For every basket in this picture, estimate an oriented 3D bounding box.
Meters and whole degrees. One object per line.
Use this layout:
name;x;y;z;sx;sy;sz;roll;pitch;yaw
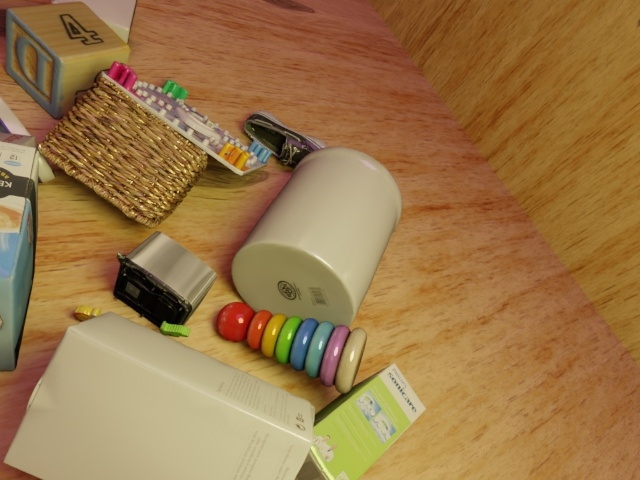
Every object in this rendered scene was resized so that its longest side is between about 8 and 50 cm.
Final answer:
basket;-0.454;-0.186;1.056;0.299;0.213;0.222;36;76;-13

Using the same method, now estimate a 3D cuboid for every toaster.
toaster;-0.323;0.088;0.911;0.168;0.185;0.110;36;48;-4

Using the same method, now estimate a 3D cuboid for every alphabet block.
alphabet block;-0.641;-0.461;1.130;0.193;0.192;0.197;45;42;2

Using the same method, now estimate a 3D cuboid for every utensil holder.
utensil holder;0.000;0.000;1.113;0.328;0.327;0.385;36;46;-5

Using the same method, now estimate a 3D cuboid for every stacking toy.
stacking toy;-0.375;0.214;0.822;0.222;0.052;0.166;9;49;-3
stacking toy;-0.074;0.211;0.963;0.331;0.141;0.141;16;42;12

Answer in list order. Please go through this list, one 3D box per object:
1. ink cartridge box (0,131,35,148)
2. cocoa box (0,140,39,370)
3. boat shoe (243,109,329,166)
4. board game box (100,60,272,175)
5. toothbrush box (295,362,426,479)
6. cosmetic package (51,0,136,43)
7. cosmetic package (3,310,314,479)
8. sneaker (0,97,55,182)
ink cartridge box;-0.687;-0.136;0.788;0.290;0.121;0.211;4;19;-25
cocoa box;-0.568;0.035;0.661;0.232;0.347;0.227;8;53;-29
boat shoe;-0.103;-0.292;1.428;0.336;0.121;0.119;30;40;4
board game box;-0.323;-0.324;1.200;0.390;0.050;0.390;36;13;-6
toothbrush box;0.045;0.394;0.902;0.283;0.206;0.122;-23;72;-45
cosmetic package;-0.665;-0.704;1.334;0.197;0.155;0.365;13;50;-26
cosmetic package;-0.226;0.289;0.682;0.385;0.217;0.156;27;0;-1
sneaker;-0.756;-0.210;0.921;0.236;0.130;0.322;-39;105;-21
